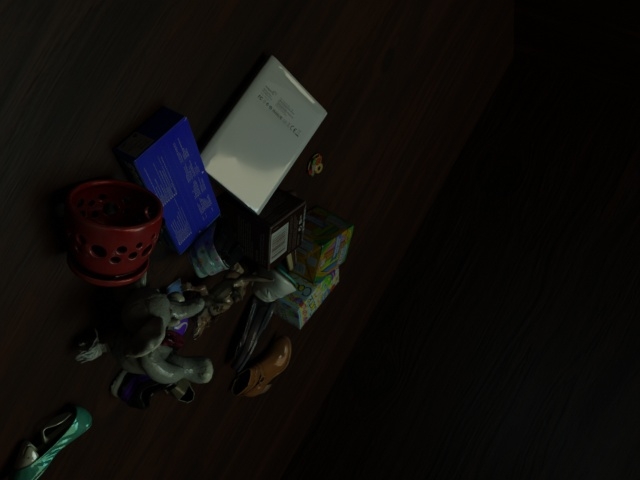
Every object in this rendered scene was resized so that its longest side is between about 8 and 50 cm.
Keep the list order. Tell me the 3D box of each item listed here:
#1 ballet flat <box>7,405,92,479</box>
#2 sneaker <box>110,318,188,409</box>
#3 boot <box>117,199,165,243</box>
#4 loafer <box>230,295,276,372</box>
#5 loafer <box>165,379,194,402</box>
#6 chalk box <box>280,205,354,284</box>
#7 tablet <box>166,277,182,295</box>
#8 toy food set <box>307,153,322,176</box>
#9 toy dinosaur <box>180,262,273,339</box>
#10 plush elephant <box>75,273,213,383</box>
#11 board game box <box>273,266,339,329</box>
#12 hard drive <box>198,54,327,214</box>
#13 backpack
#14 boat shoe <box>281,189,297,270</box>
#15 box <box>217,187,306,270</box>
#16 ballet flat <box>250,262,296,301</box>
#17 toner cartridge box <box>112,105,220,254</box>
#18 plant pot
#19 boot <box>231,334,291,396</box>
[{"bbox_3d":[-0.686,0.505,1.401,0.247,0.083,0.087,-45,128,-35],"label":"ballet flat"},{"bbox_3d":[-0.449,0.353,1.618,0.293,0.146,0.102,-55,156,-15],"label":"sneaker"},{"bbox_3d":[-0.424,-0.040,1.334,0.099,0.121,0.045,-43,-154,55],"label":"boot"},{"bbox_3d":[-0.269,0.339,2.089,0.303,0.095,0.109,-61,-172,9],"label":"loafer"},{"bbox_3d":[-0.452,0.443,1.786,0.094,0.087,0.251,-52,155,-22],"label":"loafer"},{"bbox_3d":[0.000,0.000,2.130,0.289,0.180,0.179,-35,146,-49],"label":"chalk box"},{"bbox_3d":[-0.421,0.151,1.631,0.054,0.006,0.083,-41,149,-39],"label":"tablet"},{"bbox_3d":[-0.019,-0.265,1.992,0.082,0.020,0.083,-40,149,-42],"label":"toy food set"},{"bbox_3d":[-0.285,0.160,1.679,0.295,0.127,0.200,-29,165,-7],"label":"toy dinosaur"},{"bbox_3d":[-0.404,0.201,1.388,0.329,0.272,0.255,1,144,-39],"label":"plush elephant"},{"bbox_3d":[-0.059,0.189,2.259,0.275,0.142,0.144,-48,153,-30],"label":"board game box"},{"bbox_3d":[-0.156,-0.279,1.517,0.233,0.047,0.353,40,76,-33],"label":"hard drive"},{"bbox_3d":[-0.287,0.023,1.542,0.152,0.115,0.182,58,14,-22],"label":"backpack"},{"bbox_3d":[-0.104,-0.034,1.915,0.123,0.123,0.342,-30,139,-20],"label":"boat shoe"},{"bbox_3d":[-0.174,-0.055,1.667,0.167,0.203,0.169,-40,150,-41],"label":"box"},{"bbox_3d":[-0.164,0.134,1.826,0.139,0.139,0.400,-62,-170,0],"label":"ballet flat"},{"bbox_3d":[-0.356,-0.133,1.362,0.165,0.075,0.348,-49,154,-26],"label":"toner cartridge box"},{"bbox_3d":[-0.436,-0.009,1.187,0.191,0.191,0.174,-29,144,-52],"label":"plant pot"},{"bbox_3d":[-0.244,0.512,2.312,0.284,0.109,0.220,-56,154,5],"label":"boot"}]
